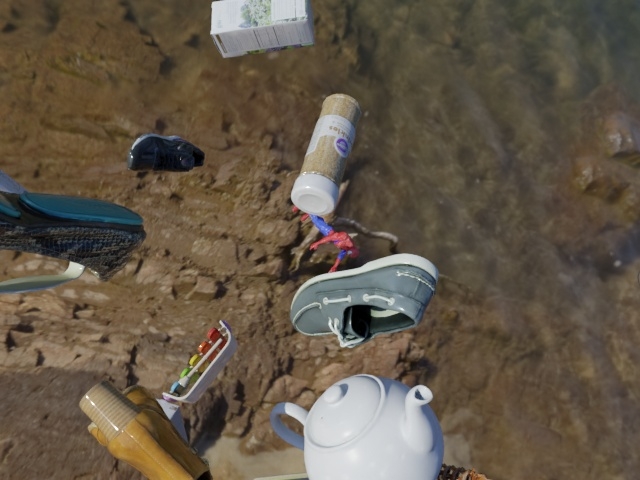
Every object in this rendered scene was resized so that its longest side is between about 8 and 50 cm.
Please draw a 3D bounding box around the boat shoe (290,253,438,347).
[{"bbox_3d":[0.047,0.115,0.806,0.116,0.319,0.099,36,51,-25],"label":"boat shoe"}]

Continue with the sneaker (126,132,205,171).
[{"bbox_3d":[-0.439,-0.249,1.472,0.124,0.283,0.107,23,113,11],"label":"sneaker"}]

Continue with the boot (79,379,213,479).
[{"bbox_3d":[-0.260,0.327,0.784,0.211,0.295,0.104,41,66,9],"label":"boot"}]

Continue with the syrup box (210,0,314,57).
[{"bbox_3d":[-0.138,-0.522,1.212,0.237,0.096,0.093,-5,72,8],"label":"syrup box"}]

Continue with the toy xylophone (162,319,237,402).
[{"bbox_3d":[-0.394,0.413,1.690,0.081,0.236,0.323,32,63,16],"label":"toy xylophone"}]

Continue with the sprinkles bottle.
[{"bbox_3d":[0.022,-0.242,1.378,0.121,0.121,0.355,25,58,-16],"label":"sprinkles bottle"}]

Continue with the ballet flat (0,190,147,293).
[{"bbox_3d":[-0.450,-0.010,0.698,0.164,0.483,0.182,29,91,26],"label":"ballet flat"}]

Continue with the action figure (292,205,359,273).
[{"bbox_3d":[0.000,0.000,1.514,0.139,0.280,0.091,-51,139,-4],"label":"action figure"}]

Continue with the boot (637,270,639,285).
[{"bbox_3d":[0.653,0.165,0.853,0.263,0.229,0.091,45,114,-5],"label":"boot"}]

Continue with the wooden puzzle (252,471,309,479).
[{"bbox_3d":[-0.072,0.617,1.154,0.221,0.239,0.044,-7,102,3],"label":"wooden puzzle"}]

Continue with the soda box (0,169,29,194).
[{"bbox_3d":[-0.705,-0.090,1.127,0.074,0.216,0.069,-34,53,-3],"label":"soda box"}]

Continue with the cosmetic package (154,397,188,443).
[{"bbox_3d":[-0.534,0.644,1.686,0.127,0.238,0.107,11,40,15],"label":"cosmetic package"}]

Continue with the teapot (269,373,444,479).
[{"bbox_3d":[0.061,0.314,0.830,0.256,0.252,0.187,-38,108,-5],"label":"teapot"}]

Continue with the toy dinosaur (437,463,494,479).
[{"bbox_3d":[0.306,0.489,0.826,0.218,0.322,0.164,-47,120,-16],"label":"toy dinosaur"}]
